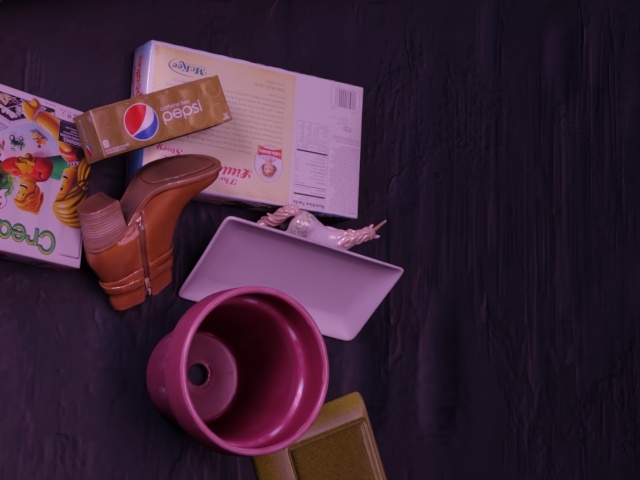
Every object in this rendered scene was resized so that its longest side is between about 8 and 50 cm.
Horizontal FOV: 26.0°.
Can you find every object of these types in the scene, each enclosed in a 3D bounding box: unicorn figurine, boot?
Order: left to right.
[{"bbox_3d":[-0.199,-0.012,1.706,0.197,0.073,0.152,-25,125,-18],"label":"boot"},{"bbox_3d":[0.000,0.000,1.832,0.162,0.111,0.060,24,38,-37],"label":"unicorn figurine"}]

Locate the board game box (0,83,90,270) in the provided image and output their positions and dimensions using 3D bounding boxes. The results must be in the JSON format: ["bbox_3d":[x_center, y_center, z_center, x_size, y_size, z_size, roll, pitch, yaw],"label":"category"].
[{"bbox_3d":[-0.396,-0.087,1.583,0.305,0.053,0.193,16,74,-48],"label":"board game box"}]

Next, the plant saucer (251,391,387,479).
[{"bbox_3d":[0.014,0.315,1.827,0.188,0.045,0.188,-17,92,-32],"label":"plant saucer"}]

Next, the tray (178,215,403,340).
[{"bbox_3d":[-0.038,0.047,1.806,0.270,0.145,0.030,17,34,-28],"label":"tray"}]

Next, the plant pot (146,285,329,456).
[{"bbox_3d":[-0.118,0.164,1.691,0.201,0.180,0.201,6,79,-31],"label":"plant pot"}]

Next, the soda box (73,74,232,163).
[{"bbox_3d":[-0.203,-0.148,1.690,0.181,0.058,0.061,-20,95,-31],"label":"soda box"}]

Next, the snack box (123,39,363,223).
[{"bbox_3d":[-0.095,-0.137,1.823,0.321,0.060,0.187,9,78,-30],"label":"snack box"}]
